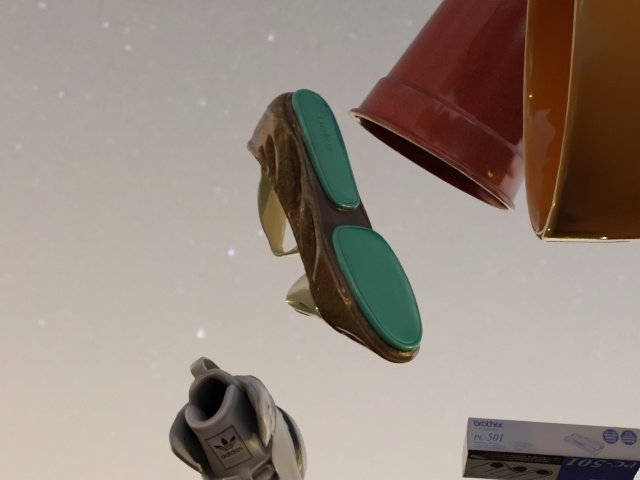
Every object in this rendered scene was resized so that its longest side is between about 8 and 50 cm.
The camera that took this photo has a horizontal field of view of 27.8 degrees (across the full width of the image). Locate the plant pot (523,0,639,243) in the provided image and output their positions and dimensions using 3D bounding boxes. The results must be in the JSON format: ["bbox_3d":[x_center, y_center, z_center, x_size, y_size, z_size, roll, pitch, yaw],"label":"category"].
[{"bbox_3d":[0.204,-0.097,0.631,0.188,0.205,0.205,3,-27,3],"label":"plant pot"}]

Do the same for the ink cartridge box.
[{"bbox_3d":[0.278,0.258,1.567,0.207,0.046,0.097,3,-30,3],"label":"ink cartridge box"}]

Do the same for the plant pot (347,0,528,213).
[{"bbox_3d":[0.221,-0.220,1.807,0.272,0.265,0.272,31,0,0],"label":"plant pot"}]

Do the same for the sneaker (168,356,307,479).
[{"bbox_3d":[-0.078,0.306,1.496,0.137,0.365,0.210,-24,-42,7],"label":"sneaker"}]

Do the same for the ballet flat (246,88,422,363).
[{"bbox_3d":[0.000,0.000,1.384,0.124,0.342,0.116,-38,-26,32],"label":"ballet flat"}]
